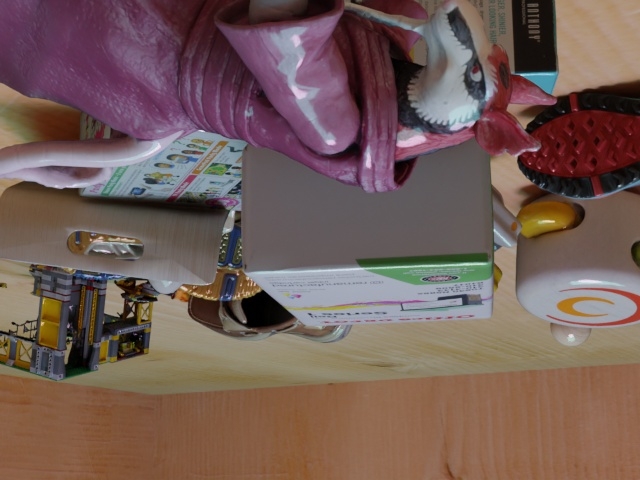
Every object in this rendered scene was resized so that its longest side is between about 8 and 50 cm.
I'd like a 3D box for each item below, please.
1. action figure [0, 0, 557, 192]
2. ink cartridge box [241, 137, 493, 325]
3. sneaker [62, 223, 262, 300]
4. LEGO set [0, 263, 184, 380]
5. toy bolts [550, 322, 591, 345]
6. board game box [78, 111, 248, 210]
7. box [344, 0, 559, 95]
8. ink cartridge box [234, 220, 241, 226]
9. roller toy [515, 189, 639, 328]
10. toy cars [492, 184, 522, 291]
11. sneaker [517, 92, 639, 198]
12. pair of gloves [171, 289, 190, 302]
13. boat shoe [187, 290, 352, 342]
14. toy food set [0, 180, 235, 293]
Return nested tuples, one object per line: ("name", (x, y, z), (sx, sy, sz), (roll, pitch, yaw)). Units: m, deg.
("action figure", (-0.052, -0.099, 0.609), (0.370, 0.276, 0.248), (24, -166, 22))
("ink cartridge box", (0.056, 0.000, 0.968), (0.201, 0.117, 0.278), (-3, 167, 9))
("sneaker", (-0.207, 0.000, 1.410), (0.296, 0.112, 0.131), (12, -169, -20))
("LEGO set", (-0.402, 0.086, 1.677), (0.255, 0.192, 0.331), (13, -170, 34))
("toy bolts", (0.447, 0.089, 1.623), (0.228, 0.159, 0.218), (-3, 166, 13))
("board game box", (-0.058, -0.098, 1.006), (0.303, 0.098, 0.224), (4, 165, -23))
("box", (0.046, -0.153, 0.777), (0.244, 0.101, 0.060), (-1, 167, 6))
("ink cartridge box", (0.000, 0.000, 1.501), (0.223, 0.045, 0.224), (11, 162, -37))
("roller toy", (0.347, 0.019, 1.370), (0.209, 0.146, 0.191), (5, 157, 2))
("toy cars", (0.163, -0.027, 1.296), (0.176, 0.087, 0.394), (33, 169, 12))
("sneaker", (0.325, -0.088, 1.032), (0.261, 0.104, 0.125), (-7, 166, 28))
("pair of gloves", (-0.200, 0.063, 1.704), (0.010, 0.083, 0.074), (33, -166, 32))
("boat shoe", (-0.095, 0.088, 1.592), (0.324, 0.123, 0.116), (-5, 165, 42))
("toy food set", (-0.211, -0.010, 1.160), (0.219, 0.092, 0.306), (7, -172, -3))
